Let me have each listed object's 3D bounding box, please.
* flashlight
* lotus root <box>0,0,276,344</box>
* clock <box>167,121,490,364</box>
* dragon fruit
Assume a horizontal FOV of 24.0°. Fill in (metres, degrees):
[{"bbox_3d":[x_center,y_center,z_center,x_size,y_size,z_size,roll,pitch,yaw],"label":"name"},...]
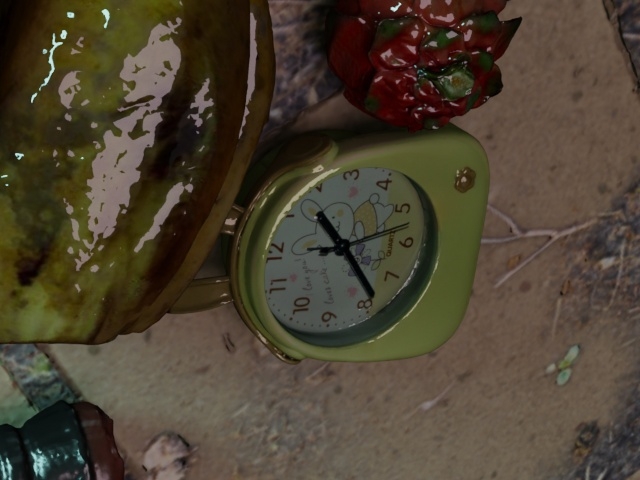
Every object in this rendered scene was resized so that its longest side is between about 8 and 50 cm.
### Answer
[{"bbox_3d":[-0.246,0.162,0.962,0.232,0.093,0.093,-7,117,-21],"label":"flashlight"},{"bbox_3d":[-0.113,-0.074,0.862,0.193,0.193,0.291,10,104,-33],"label":"lotus root"},{"bbox_3d":[0.000,0.000,1.028,0.232,0.069,0.170,-3,115,-27],"label":"clock"},{"bbox_3d":[0.063,-0.140,0.967,0.130,0.121,0.142,54,52,-67],"label":"dragon fruit"}]
